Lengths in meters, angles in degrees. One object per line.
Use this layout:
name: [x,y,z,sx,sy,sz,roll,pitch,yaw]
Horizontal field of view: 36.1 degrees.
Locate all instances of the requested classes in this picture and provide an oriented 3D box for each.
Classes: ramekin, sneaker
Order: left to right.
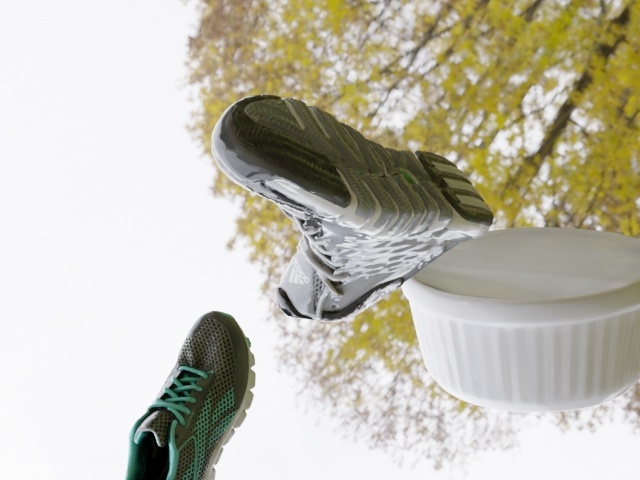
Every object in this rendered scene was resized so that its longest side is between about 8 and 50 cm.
sneaker: [-0.095,0.126,0.685,0.065,0.076,0.166,8,-106,23]
sneaker: [0.000,0.000,0.590,0.229,0.132,0.086,14,-141,-47]
ramekin: [0.222,0.079,1.026,0.273,0.127,0.273,-4,-166,1]
